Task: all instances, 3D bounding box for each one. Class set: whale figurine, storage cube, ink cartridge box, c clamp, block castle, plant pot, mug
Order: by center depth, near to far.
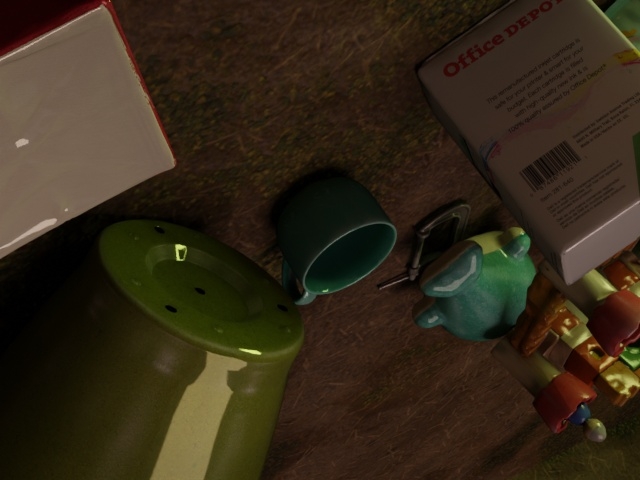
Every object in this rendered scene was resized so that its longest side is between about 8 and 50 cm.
[{"bbox_3d":[-0.236,-0.125,0.707,0.183,0.193,0.215,-29,153,-9],"label":"storage cube"},{"bbox_3d":[-0.196,0.182,1.113,0.366,0.366,0.353,4,123,-49],"label":"plant pot"},{"bbox_3d":[0.269,-0.126,1.146,0.201,0.278,0.117,-35,155,2],"label":"ink cartridge box"},{"bbox_3d":[0.001,-0.006,1.244,0.157,0.097,0.129,-34,153,2],"label":"mug"},{"bbox_3d":[0.158,0.009,1.511,0.137,0.022,0.161,-21,150,-22],"label":"c clamp"},{"bbox_3d":[0.491,0.081,1.524,0.453,0.213,0.303,-29,153,-31],"label":"block castle"},{"bbox_3d":[0.235,0.072,1.541,0.216,0.141,0.272,-39,162,10],"label":"whale figurine"}]

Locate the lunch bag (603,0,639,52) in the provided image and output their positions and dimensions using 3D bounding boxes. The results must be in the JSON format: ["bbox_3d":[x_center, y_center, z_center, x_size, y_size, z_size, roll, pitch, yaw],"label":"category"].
[{"bbox_3d":[0.379,-0.170,1.321,0.262,0.160,0.223,-44,152,7],"label":"lunch bag"}]
